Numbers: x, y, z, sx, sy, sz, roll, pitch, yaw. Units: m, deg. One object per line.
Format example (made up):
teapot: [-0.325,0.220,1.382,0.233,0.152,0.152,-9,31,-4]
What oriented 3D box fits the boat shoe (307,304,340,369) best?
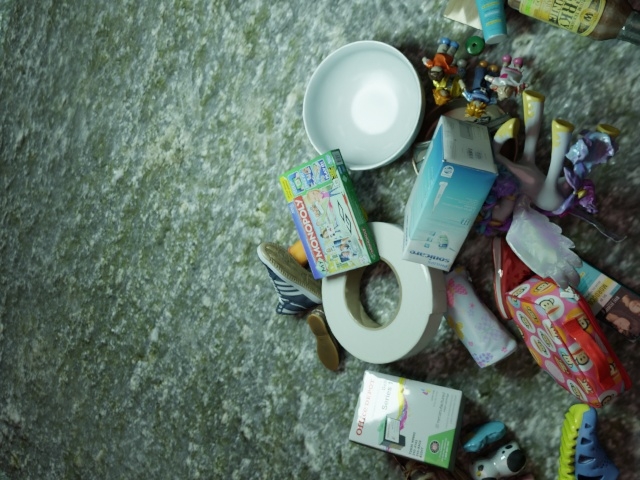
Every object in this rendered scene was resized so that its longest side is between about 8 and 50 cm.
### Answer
boat shoe: [0.023,0.293,1.609,0.073,0.073,0.206,-2,115,29]

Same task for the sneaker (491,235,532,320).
sneaker: [0.511,0.093,1.347,0.128,0.087,0.221,-7,94,28]

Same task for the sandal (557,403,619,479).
sandal: [0.665,0.553,1.309,0.138,0.126,0.317,2,105,22]

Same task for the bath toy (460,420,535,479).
bath toy: [0.504,0.661,1.387,0.151,0.129,0.348,-36,81,24]

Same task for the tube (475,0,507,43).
tube: [0.412,-0.588,1.293,0.080,0.052,0.206,-11,85,16]

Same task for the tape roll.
tape roll: [0.162,0.142,1.456,0.392,0.072,0.391,-3,85,46]

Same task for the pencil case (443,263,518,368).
pencil case: [0.397,0.198,1.398,0.273,0.124,0.113,57,158,11]

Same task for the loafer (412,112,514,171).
loafer: [0.353,-0.264,1.339,0.268,0.096,0.084,-25,78,28]

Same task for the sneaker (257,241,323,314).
sneaker: [-0.117,0.126,1.585,0.153,0.099,0.282,-32,123,31]

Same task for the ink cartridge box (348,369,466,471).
ink cartridge box: [0.240,0.491,1.460,0.279,0.117,0.201,7,68,25]

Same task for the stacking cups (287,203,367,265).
stacking cups: [0.000,0.000,1.589,0.316,0.096,0.096,-41,78,28]

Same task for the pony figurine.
pony figurine: [0.514,-0.107,1.209,0.351,0.303,0.363,40,137,32]

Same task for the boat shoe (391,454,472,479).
boat shoe: [0.293,0.642,1.488,0.342,0.123,0.123,43,112,16]

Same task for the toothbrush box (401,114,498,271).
toothbrush box: [0.296,-0.109,1.260,0.126,0.216,0.295,15,130,-1]

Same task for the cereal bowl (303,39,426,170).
cereal bowl: [0.131,-0.359,1.450,0.339,0.141,0.338,3,97,26]

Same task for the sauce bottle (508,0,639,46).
sauce bottle: [0.611,-0.532,1.216,0.345,0.111,0.111,30,108,21]

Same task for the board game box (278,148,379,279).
board game box: [0.018,-0.066,1.463,0.214,0.046,0.317,-20,91,41]

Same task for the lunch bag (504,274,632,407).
lunch bag: [0.565,0.228,1.213,0.120,0.258,0.293,-32,95,-1]

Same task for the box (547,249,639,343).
box: [0.675,0.130,1.283,0.244,0.060,0.100,37,110,18]

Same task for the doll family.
doll family: [0.374,-0.385,1.321,0.263,0.118,0.163,19,60,12]

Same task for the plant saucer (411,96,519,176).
plant saucer: [0.378,-0.240,1.400,0.278,0.041,0.277,3,97,25]

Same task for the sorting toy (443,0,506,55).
sorting toy: [0.406,-0.617,1.341,0.132,0.046,0.274,30,108,20]
